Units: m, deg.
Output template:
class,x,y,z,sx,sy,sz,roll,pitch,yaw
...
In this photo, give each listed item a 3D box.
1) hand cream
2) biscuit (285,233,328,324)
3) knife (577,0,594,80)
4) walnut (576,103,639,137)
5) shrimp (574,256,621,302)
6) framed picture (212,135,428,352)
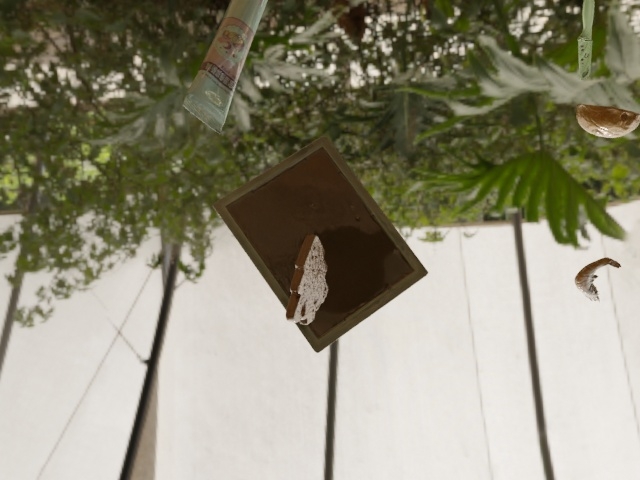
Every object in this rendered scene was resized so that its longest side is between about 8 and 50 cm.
class,x,y,z,sx,sy,sz,roll,pitch,yaw
hand cream,-0.147,-0.341,1.189,0.058,0.331,0.085,3,156,41
biscuit,-0.017,0.052,0.968,0.019,0.130,0.119,11,-163,21
knife,0.523,-0.405,1.395,0.030,0.207,0.014,-12,-137,6
walnut,0.500,-0.207,1.235,0.121,0.052,0.091,7,-168,-15
shrimp,0.490,0.069,1.234,0.083,0.114,0.023,-35,-137,10
framed picture,0.000,0.000,1.149,0.232,0.296,0.019,-33,170,-15
